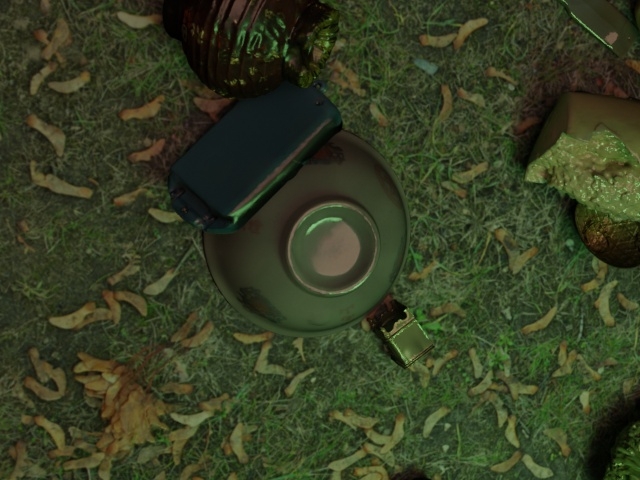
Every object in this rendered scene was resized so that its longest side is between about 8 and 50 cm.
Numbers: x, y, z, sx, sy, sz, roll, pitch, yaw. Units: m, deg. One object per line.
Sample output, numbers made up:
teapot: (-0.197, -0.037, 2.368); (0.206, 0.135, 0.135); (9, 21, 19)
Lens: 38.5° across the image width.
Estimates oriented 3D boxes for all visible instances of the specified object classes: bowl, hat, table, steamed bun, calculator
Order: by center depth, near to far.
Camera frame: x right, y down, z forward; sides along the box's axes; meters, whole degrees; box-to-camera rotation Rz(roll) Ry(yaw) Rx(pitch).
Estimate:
calculator: (-0.098, -0.134, 1.341); (0.293, 0.173, 0.051); (-45, 142, -7)
bowl: (0.000, 0.000, 1.387); (0.345, 0.157, 0.346); (-2, 100, -13)
steamed bun: (0.454, -0.133, 1.470); (0.225, 0.170, 0.200); (8, 99, -9)
table: (0.128, 0.151, 1.484); (0.062, 0.079, 0.083); (-36, 104, -8)
hat: (0.476, 0.001, 1.560); (0.146, 0.067, 0.146); (12, 54, -17)

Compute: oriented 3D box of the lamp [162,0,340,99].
lamp: (-0.092, -0.306, 1.273); (0.246, 0.247, 0.247); (-2, 100, -14)

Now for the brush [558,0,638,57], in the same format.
brush: (0.398, -0.413, 1.476); (0.321, 0.050, 0.060); (34, 86, -18)

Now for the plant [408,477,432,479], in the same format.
plant: (0.173, 0.478, 1.549); (0.092, 0.094, 0.143); (-9, 90, -27)

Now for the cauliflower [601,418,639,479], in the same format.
cauliflower: (0.636, 0.407, 1.568); (0.272, 0.250, 0.275); (20, 89, -18)

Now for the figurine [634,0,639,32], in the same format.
figurine: (0.611, -0.380, 1.512); (0.196, 0.114, 0.108); (-13, 80, -23)

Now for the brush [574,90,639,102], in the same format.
brush: (0.509, -0.216, 1.551); (0.193, 0.016, 0.063); (16, 97, -16)
